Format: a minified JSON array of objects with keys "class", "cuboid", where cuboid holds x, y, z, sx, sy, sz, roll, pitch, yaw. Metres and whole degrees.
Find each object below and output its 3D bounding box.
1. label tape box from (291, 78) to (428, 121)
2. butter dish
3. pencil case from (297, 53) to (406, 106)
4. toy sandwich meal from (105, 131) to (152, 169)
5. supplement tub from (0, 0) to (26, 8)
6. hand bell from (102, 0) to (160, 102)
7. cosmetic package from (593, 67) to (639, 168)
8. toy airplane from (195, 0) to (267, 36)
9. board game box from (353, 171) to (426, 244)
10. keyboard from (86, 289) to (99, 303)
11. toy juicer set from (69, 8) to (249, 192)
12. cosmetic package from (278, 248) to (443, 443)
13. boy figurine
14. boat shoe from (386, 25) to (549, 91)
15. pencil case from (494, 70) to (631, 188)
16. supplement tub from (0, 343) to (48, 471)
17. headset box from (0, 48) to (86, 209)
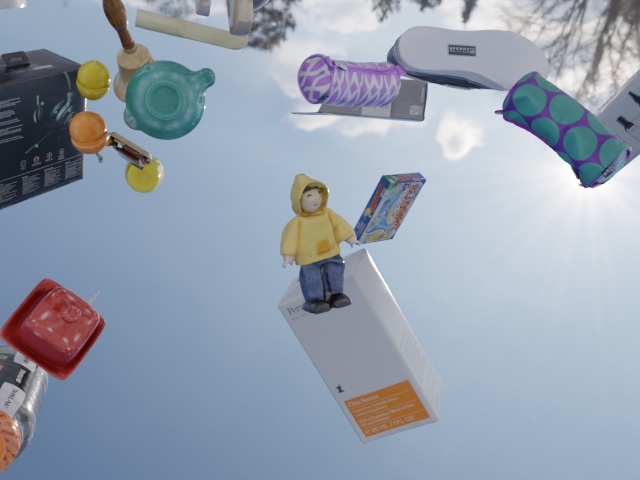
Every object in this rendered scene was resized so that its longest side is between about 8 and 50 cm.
[{"class":"label tape box","cuboid":[0.104,-0.371,1.816,0.333,0.106,0.240,5,-171,4]},{"class":"butter dish","cuboid":[-0.497,0.157,1.337,0.160,0.118,0.160,42,-133,-16]},{"class":"pencil case","cuboid":[0.053,-0.274,1.188,0.206,0.088,0.086,-11,-117,-49]},{"class":"toy sandwich meal","cuboid":[-0.299,-0.138,1.080,0.085,0.029,0.085,31,178,1]},{"class":"supplement tub","cuboid":[-0.662,-0.598,1.270,0.235,0.325,0.235,2,-158,-1]},{"class":"hand bell","cuboid":[-0.376,-0.390,1.349,0.126,0.242,0.126,-1,-120,2]},{"class":"cosmetic package","cuboid":[0.508,-0.196,1.139,0.099,0.239,0.060,40,-119,6]},{"class":"toy airplane","cuboid":[-0.129,-0.544,1.117,0.272,0.386,0.384,-6,-158,-1]},{"class":"board game box","cuboid":[0.169,-0.080,1.751,0.136,0.201,0.035,-10,-132,-41]},{"class":"keyboard","cuboid":[-0.599,0.210,1.682,0.014,0.256,0.072,42,-143,0]},{"class":"toy juicer set","cuboid":[-0.294,-0.259,1.179,0.209,0.329,0.089,31,-176,-15]},{"class":"cosmetic package","cuboid":[0.112,0.276,1.789,0.230,0.453,0.161,-25,-165,23]},{"class":"boy figurine","cuboid":[0.000,0.000,1.443,0.177,0.285,0.092,-10,-172,-20]},{"class":"boat shoe","cuboid":[0.271,-0.328,1.294,0.301,0.108,0.102,2,178,-13]},{"class":"pencil case","cuboid":[0.283,-0.127,0.811,0.152,0.070,0.064,46,-168,17]},{"class":"supplement tub","cuboid":[-0.727,0.375,1.550,0.193,0.194,0.316,0,-165,-15]},{"class":"headset box","cuboid":[-0.610,-0.237,1.407,0.131,0.283,0.246,25,-148,19]}]
